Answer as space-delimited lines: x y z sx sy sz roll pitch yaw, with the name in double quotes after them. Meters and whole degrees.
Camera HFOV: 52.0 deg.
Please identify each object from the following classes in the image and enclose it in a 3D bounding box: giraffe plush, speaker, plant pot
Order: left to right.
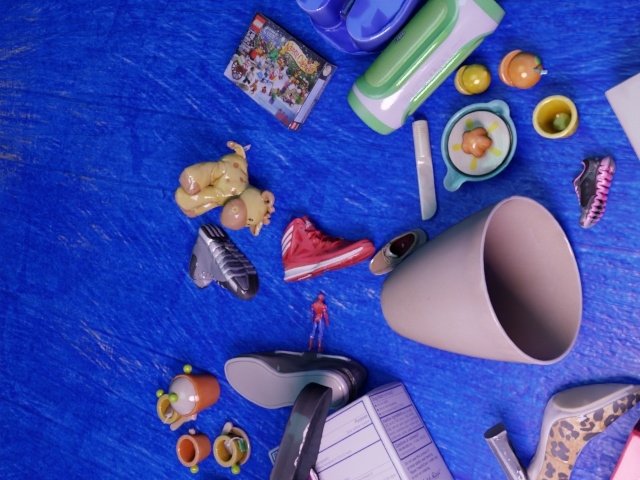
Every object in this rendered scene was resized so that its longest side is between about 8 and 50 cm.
-0.187 -0.091 1.421 0.210 0.181 0.170 -38 77 -9 "giraffe plush"
0.183 -0.331 1.175 0.296 0.131 0.131 -45 66 25 "speaker"
0.239 0.085 1.082 0.274 0.256 0.256 -20 78 49 "plant pot"

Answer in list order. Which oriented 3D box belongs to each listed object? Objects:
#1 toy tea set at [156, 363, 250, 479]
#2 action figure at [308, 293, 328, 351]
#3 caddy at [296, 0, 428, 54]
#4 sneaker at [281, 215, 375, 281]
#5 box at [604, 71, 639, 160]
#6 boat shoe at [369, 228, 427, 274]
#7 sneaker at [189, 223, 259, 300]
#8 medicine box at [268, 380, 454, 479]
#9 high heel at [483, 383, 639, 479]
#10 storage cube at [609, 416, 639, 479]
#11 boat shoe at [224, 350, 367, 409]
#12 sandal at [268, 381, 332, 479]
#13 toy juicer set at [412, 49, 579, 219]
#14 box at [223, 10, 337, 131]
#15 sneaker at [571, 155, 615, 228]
-0.279 0.452 1.472 0.200 0.124 0.336 -45 66 25 "toy tea set"
-0.004 0.168 1.350 0.038 0.030 0.115 6 92 30 "action figure"
0.102 -0.513 1.208 0.241 0.179 0.341 32 108 5 "caddy"
0.000 0.000 1.317 0.221 0.087 0.128 -19 80 31 "sneaker"
0.524 -0.114 0.951 0.094 0.113 0.275 -30 75 29 "box"
0.139 0.020 1.246 0.135 0.045 0.050 -41 68 26 "boat shoe"
-0.227 0.080 1.479 0.132 0.086 0.229 -56 52 26 "sneaker"
0.088 0.453 1.210 0.263 0.149 0.289 -38 69 28 "medicine box"
0.419 0.341 1.051 0.261 0.093 0.186 -29 96 18 "high heel"
0.505 0.372 0.911 0.193 0.183 0.215 23 101 31 "storage cube"
-0.053 0.284 1.357 0.335 0.095 0.112 -2 102 38 "boat shoe"
-0.039 0.467 1.118 0.107 0.167 0.446 18 100 16 "sandal"
0.260 -0.201 1.143 0.329 0.089 0.209 -32 72 30 "toy juicer set"
-0.091 -0.364 1.409 0.233 0.044 0.159 43 112 27 "box"
0.431 -0.079 1.056 0.057 0.047 0.119 17 91 40 "sneaker"
